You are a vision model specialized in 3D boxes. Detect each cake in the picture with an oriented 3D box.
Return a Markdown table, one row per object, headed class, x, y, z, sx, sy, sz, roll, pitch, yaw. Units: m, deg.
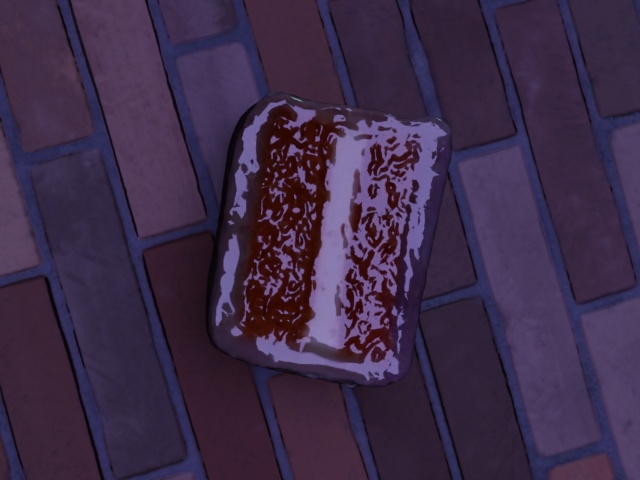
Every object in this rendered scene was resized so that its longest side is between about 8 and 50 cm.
| class | x | y | z | sx | sy | sz | roll | pitch | yaw |
| --- | --- | --- | --- | --- | --- | --- | --- | --- | --- |
| cake | 0.000 | 0.000 | 1.257 | 0.237 | 0.230 | 0.308 | 10 | 86 | -6 |
